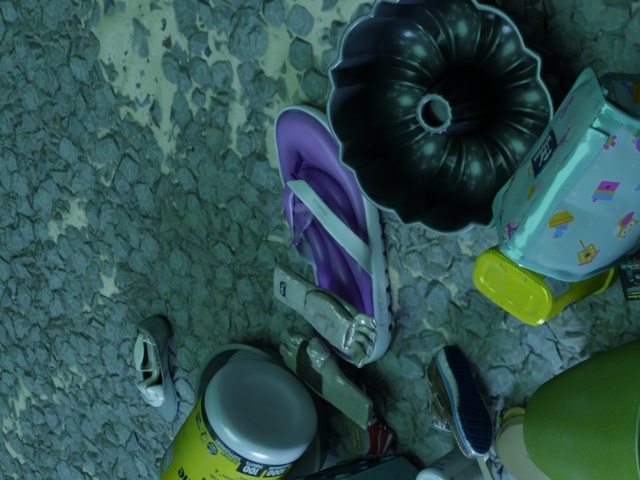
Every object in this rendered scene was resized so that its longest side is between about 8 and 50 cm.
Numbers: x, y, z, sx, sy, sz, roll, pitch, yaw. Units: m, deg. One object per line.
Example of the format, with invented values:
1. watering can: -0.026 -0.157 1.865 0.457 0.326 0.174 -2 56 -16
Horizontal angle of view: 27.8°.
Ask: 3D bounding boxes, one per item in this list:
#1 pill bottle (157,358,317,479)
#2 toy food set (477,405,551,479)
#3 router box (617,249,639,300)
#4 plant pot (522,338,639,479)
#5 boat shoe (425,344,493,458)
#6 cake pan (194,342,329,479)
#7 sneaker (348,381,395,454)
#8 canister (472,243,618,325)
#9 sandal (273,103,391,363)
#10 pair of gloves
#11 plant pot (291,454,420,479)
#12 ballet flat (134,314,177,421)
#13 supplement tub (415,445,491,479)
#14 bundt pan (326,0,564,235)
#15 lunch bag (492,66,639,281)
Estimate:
1. pill bottle: -0.152 0.360 2.105 0.188 0.188 0.334 48 132 18
2. toy food set: 0.309 0.296 1.845 0.192 0.038 0.132 -10 106 39
3. router box: 0.432 0.024 1.621 0.122 0.038 0.092 -8 100 44
4. plant pot: 0.397 0.239 1.609 0.293 0.274 0.275 -8 101 61
5. boat shoe: 0.197 0.243 1.863 0.066 0.066 0.183 -48 37 34
6. cake pan: -0.096 0.307 2.204 0.293 0.054 0.293 17 117 38
7. sneaker: 0.081 0.285 2.049 0.042 0.067 0.118 -33 53 47
8. canister: 0.290 0.036 1.663 0.126 0.170 0.073 36 127 28
9. sandal: 0.011 -0.002 1.951 0.169 0.102 0.416 -10 101 44
10. pair of gloves: 0.011 0.160 1.981 0.204 0.042 0.240 32 141 35
11. plant pot: 0.063 0.473 2.002 0.247 0.248 0.252 -17 85 45
12. ballet flat: -0.310 0.241 2.366 0.072 0.068 0.213 14 115 39
13. supplement tub: 0.197 0.351 1.913 0.071 0.107 0.071 17 116 38
14. bundt pan: 0.177 -0.179 1.700 0.331 0.124 0.331 12 112 31
15. lunch bag: 0.321 -0.077 1.497 0.160 0.262 0.223 45 118 23
